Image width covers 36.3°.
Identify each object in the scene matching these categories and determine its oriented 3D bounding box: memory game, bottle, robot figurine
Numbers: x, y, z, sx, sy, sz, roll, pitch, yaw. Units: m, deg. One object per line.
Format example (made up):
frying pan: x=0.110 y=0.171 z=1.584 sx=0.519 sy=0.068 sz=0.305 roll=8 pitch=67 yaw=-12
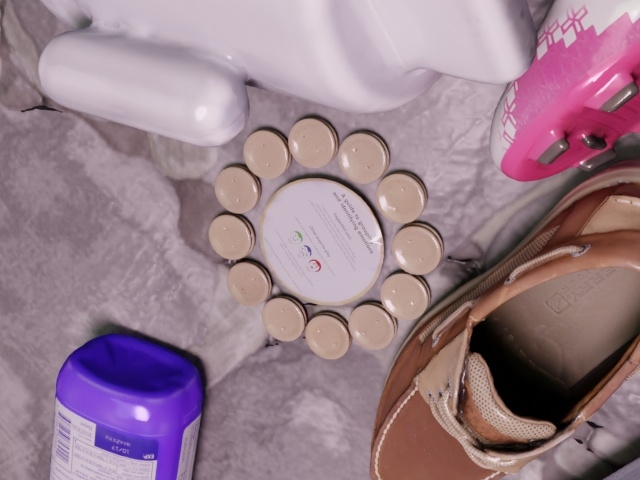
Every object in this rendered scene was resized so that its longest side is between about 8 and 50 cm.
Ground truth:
memory game: x=0.000 y=0.000 z=0.717 sx=0.186 sy=0.012 sz=0.186 roll=8 pitch=111 yaw=22
bottle: x=-0.172 y=0.222 z=0.829 sx=0.118 sy=0.092 sz=0.283 roll=19 pitch=115 yaw=18
robot figurine: x=-0.037 y=-0.189 z=0.539 sx=0.353 sy=0.300 sz=0.200 roll=19 pitch=160 yaw=31

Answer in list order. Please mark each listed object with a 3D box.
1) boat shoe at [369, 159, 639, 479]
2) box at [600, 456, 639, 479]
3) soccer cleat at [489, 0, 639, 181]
boat shoe: x=0.115 y=0.084 z=0.624 sx=0.123 sy=0.116 sz=0.324 roll=37 pitch=128 yaw=8
box: x=0.256 y=0.210 z=0.597 sx=0.233 sy=0.059 sz=0.183 roll=-43 pitch=51 yaw=29
soccer cleat: x=0.196 y=-0.174 z=0.525 sx=0.331 sy=0.116 sz=0.143 roll=-47 pitch=63 yaw=32
